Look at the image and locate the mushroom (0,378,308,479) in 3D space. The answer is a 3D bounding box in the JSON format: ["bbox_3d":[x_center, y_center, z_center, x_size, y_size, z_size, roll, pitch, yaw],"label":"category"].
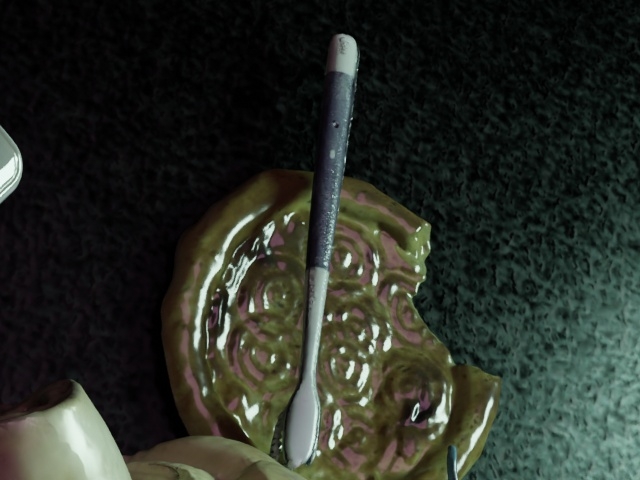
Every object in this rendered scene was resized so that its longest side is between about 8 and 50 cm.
[{"bbox_3d":[-0.099,0.170,0.669,0.260,0.254,0.234,-77,152,-62],"label":"mushroom"}]

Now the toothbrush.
[{"bbox_3d":[0.000,0.000,0.874,0.024,0.026,0.288,16,63,-19],"label":"toothbrush"}]

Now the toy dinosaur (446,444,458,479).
[{"bbox_3d":[0.141,0.193,0.888,0.197,0.045,0.080,38,59,-20],"label":"toy dinosaur"}]

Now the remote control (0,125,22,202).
[{"bbox_3d":[-0.309,-0.105,0.784,0.313,0.055,0.109,41,54,-2],"label":"remote control"}]

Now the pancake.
[{"bbox_3d":[0.005,0.066,0.880,0.212,0.029,0.235,-24,81,-30],"label":"pancake"}]
